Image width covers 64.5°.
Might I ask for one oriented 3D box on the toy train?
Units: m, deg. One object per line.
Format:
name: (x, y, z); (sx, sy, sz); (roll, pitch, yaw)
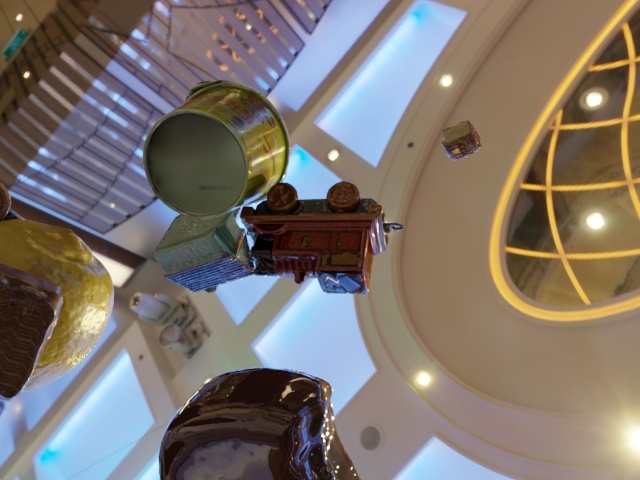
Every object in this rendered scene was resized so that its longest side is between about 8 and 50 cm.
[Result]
toy train: (0.000, 0.000, 1.146); (0.369, 0.163, 0.232); (0, -123, 13)

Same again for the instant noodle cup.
instant noodle cup: (-0.237, -0.193, 1.130); (0.311, 0.311, 0.221); (-31, -168, 20)

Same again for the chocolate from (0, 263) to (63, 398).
chocolate: (-0.496, 0.130, 0.783); (0.214, 0.148, 0.093); (-59, -157, 15)

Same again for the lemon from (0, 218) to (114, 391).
lemon: (-0.587, 0.128, 0.998); (0.348, 0.348, 0.348); (-17, -123, 29)

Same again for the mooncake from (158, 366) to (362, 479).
mooncake: (-0.072, 0.338, 0.747); (0.326, 0.174, 0.334); (39, -68, 5)

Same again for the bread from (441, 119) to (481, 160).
bread: (0.346, -0.242, 1.247); (0.083, 0.070, 0.077); (-24, -146, 30)

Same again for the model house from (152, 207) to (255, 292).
model house: (-0.341, 0.039, 1.653); (0.280, 0.249, 0.230); (-16, -146, 21)

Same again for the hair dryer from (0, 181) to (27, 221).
hair dryer: (-0.667, -0.014, 1.133); (0.189, 0.352, 0.107); (12, -119, 44)
